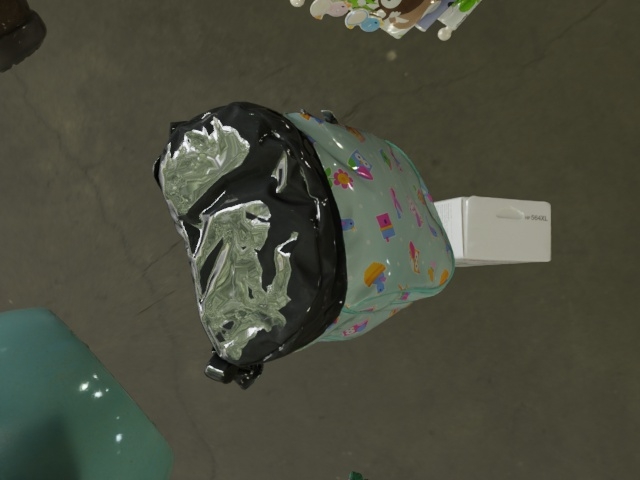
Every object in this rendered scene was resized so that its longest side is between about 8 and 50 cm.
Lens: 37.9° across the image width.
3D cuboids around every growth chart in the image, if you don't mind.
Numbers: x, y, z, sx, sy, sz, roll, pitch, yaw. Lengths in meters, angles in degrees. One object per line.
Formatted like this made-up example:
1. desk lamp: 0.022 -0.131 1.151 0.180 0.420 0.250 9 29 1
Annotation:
1. growth chart: 0.096 -0.292 1.038 0.237 0.172 0.021 6 50 -34

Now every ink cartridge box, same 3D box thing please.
1. ink cartridge box: 0.206 -0.008 1.318 0.148 0.203 0.086 2 86 -25

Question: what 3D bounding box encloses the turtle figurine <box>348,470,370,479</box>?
1. turtle figurine: 0.000 0.423 1.261 0.175 0.118 0.234 40 113 -20

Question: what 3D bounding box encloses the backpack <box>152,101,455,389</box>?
1. backpack: 0.000 0.000 0.540 0.115 0.182 0.152 -16 80 24

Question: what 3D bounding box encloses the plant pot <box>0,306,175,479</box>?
1. plant pot: -0.271 0.200 0.805 0.235 0.293 0.293 -41 95 -19

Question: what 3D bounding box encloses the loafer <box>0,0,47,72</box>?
1. loafer: -0.253 -0.144 0.529 0.220 0.078 0.080 7 41 23
